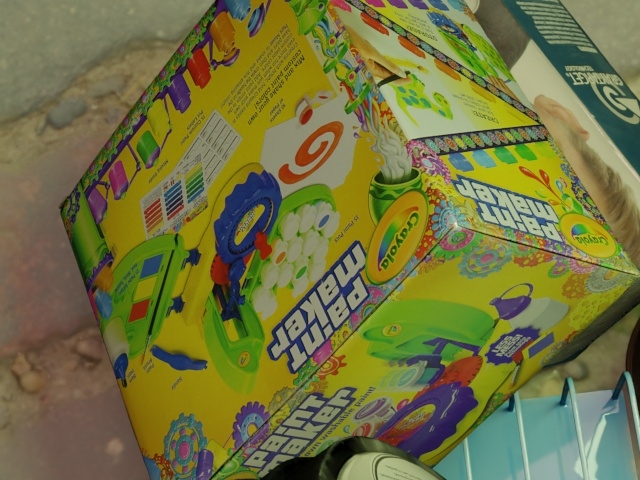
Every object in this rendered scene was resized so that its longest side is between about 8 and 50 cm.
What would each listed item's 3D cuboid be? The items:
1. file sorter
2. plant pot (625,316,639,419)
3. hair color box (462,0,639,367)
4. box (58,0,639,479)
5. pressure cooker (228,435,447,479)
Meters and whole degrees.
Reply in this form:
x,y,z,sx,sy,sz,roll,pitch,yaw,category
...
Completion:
x,y,z,sx,sy,sz,roll,pitch,yaw,category
0.144,0.162,1.009,0.170,0.104,0.118,-7,69,4,file sorter
0.309,0.074,0.990,0.167,0.165,0.167,-2,71,5,plant pot
0.126,-0.091,1.060,0.174,0.105,0.347,-46,68,30,hair color box
0.000,0.000,0.939,0.290,0.177,0.279,-47,49,29,box
0.021,0.321,0.785,0.420,0.370,0.375,-40,93,15,pressure cooker
